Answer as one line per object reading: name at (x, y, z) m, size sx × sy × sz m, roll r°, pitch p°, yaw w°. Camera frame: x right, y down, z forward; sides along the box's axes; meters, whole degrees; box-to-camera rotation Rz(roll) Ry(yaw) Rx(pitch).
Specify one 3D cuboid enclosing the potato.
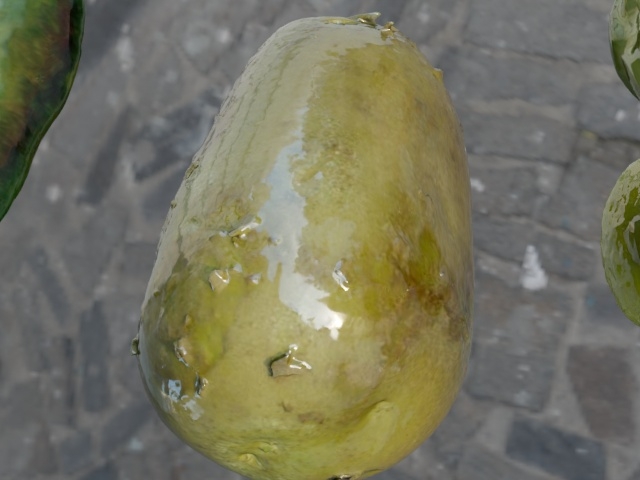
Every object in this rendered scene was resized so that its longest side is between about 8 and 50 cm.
potato at (0.006, 0.007, 1.164) m, size 0.219 × 0.269 × 0.359 m, roll 0°, pitch 48°, yaw 19°

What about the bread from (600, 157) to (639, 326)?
bread at (0.265, 0.005, 1.157) m, size 0.111 × 0.114 × 0.129 m, roll -26°, pitch 63°, yaw 60°

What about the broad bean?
broad bean at (-0.150, -0.071, 0.620) m, size 0.049 × 0.144 × 0.292 m, roll 1°, pitch 44°, yaw 27°

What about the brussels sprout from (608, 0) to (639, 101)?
brussels sprout at (0.378, -0.182, 1.039) m, size 0.371 × 0.315 × 0.276 m, roll -51°, pitch 28°, yaw 40°
